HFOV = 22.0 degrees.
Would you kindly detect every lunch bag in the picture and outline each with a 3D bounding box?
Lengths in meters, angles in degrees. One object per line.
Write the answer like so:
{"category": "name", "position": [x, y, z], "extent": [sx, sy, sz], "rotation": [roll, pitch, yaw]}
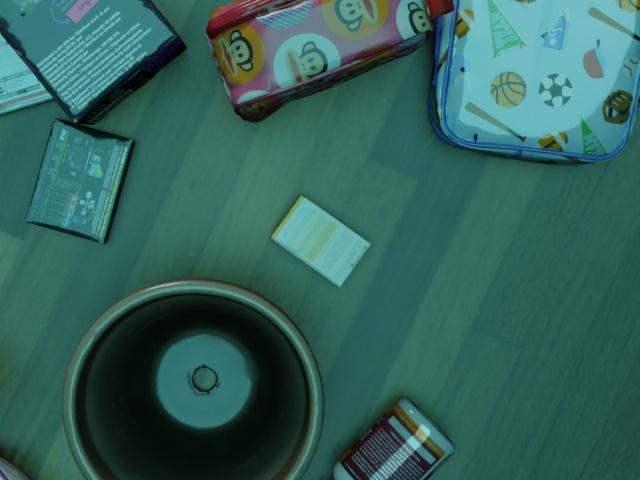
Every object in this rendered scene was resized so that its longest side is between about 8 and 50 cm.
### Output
{"category": "lunch bag", "position": [0.238, -0.239, 1.805], "extent": [0.243, 0.115, 0.303], "rotation": [7, 93, 0]}
{"category": "lunch bag", "position": [0.015, -0.216, 1.707], "extent": [0.258, 0.293, 0.120], "rotation": [-20, 93, -2]}

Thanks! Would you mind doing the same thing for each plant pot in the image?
{"category": "plant pot", "position": [-0.131, 0.164, 1.750], "extent": [0.263, 0.229, 0.263], "rotation": [0, 92, -2]}

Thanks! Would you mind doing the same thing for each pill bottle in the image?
{"category": "pill bottle", "position": [0.070, 0.255, 1.831], "extent": [0.152, 0.086, 0.086], "rotation": [-45, 93, 0]}

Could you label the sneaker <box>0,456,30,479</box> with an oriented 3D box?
{"category": "sneaker", "position": [-0.345, 0.354, 1.808], "extent": [0.152, 0.114, 0.305], "rotation": [-41, 93, -1]}

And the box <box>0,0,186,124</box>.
{"category": "box", "position": [-0.283, -0.268, 1.735], "extent": [0.143, 0.165, 0.270], "rotation": [-39, 92, 0]}

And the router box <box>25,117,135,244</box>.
{"category": "router box", "position": [-0.267, -0.066, 1.832], "extent": [0.092, 0.038, 0.122], "rotation": [16, 92, -2]}

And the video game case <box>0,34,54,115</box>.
{"category": "video game case", "position": [-0.315, -0.301, 1.828], "extent": [0.204, 0.025, 0.285], "rotation": [-17, 93, -1]}

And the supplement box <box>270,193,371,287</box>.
{"category": "supplement box", "position": [0.000, 0.000, 1.843], "extent": [0.098, 0.036, 0.062], "rotation": [36, 91, -2]}
